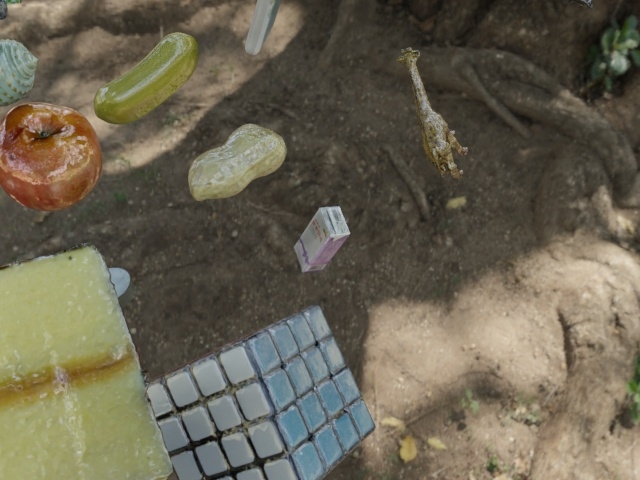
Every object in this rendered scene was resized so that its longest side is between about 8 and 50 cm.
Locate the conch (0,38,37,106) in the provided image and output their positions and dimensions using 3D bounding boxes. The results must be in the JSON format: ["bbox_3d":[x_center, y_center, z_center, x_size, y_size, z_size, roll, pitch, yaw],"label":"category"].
[{"bbox_3d":[-0.575,-0.287,1.220,0.102,0.153,0.135,48,8,-16],"label":"conch"}]

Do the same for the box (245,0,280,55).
[{"bbox_3d":[-0.085,-0.501,1.314,0.044,0.285,0.142,23,46,-4],"label":"box"}]

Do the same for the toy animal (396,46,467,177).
[{"bbox_3d":[0.213,-0.233,1.313,0.054,0.275,0.149,-12,41,36],"label":"toy animal"}]

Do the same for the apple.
[{"bbox_3d":[-0.511,-0.163,1.292,0.210,0.164,0.209,4,54,-6],"label":"apple"}]

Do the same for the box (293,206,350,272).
[{"bbox_3d":[0.000,0.000,1.016,0.036,0.117,0.050,-8,62,-27],"label":"box"}]

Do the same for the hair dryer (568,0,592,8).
[{"bbox_3d":[0.224,-0.431,0.847,0.359,0.303,0.120,44,63,5],"label":"hair dryer"}]

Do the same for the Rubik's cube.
[{"bbox_3d":[-0.135,0.383,1.572,0.344,0.344,0.337,-20,84,-59],"label":"Rubik's cube"}]

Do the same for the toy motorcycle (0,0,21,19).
[{"bbox_3d":[-0.563,-0.475,1.163,0.074,0.190,0.106,-20,5,-43],"label":"toy motorcycle"}]

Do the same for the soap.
[{"bbox_3d":[-0.193,-0.179,0.776,0.140,0.089,0.045,-40,87,-4],"label":"soap"}]

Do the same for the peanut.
[{"bbox_3d":[-0.175,-0.169,1.439,0.124,0.123,0.257,33,45,24],"label":"peanut"}]

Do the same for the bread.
[{"bbox_3d":[-0.261,0.130,0.587,0.178,0.135,0.240,-3,65,-50],"label":"bread"}]

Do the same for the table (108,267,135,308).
[{"bbox_3d":[-0.573,0.136,1.863,0.134,0.043,0.133,-7,44,7],"label":"table"}]
